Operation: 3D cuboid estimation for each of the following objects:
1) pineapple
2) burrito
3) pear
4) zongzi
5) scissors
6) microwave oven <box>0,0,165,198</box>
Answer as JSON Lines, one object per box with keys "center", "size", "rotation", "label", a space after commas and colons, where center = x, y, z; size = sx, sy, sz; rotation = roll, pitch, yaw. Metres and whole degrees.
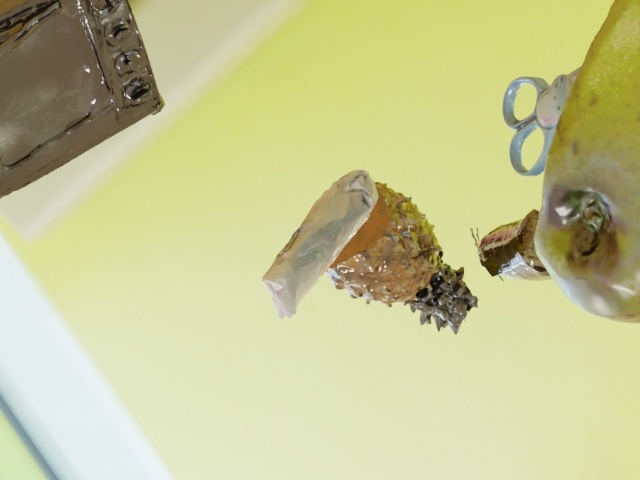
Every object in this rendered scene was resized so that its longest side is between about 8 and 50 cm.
{"center": [0.109, 0.041, 2.400], "size": [0.158, 0.279, 0.157], "rotation": [-25, -134, 28], "label": "pineapple"}
{"center": [-0.001, 0.000, 2.080], "size": [0.203, 0.064, 0.064], "rotation": [-53, -172, -26], "label": "burrito"}
{"center": [0.270, -0.070, 1.441], "size": [0.255, 0.164, 0.238], "rotation": [-58, 157, -27], "label": "pear"}
{"center": [0.306, 0.014, 2.357], "size": [0.184, 0.084, 0.187], "rotation": [6, 172, -18], "label": "zongzi"}
{"center": [0.293, -0.168, 2.194], "size": [0.030, 0.125, 0.256], "rotation": [2, 161, -27], "label": "scissors"}
{"center": [-0.284, -0.146, 1.582], "size": [0.247, 0.188, 0.178], "rotation": [-33, 135, -19], "label": "microwave oven"}
